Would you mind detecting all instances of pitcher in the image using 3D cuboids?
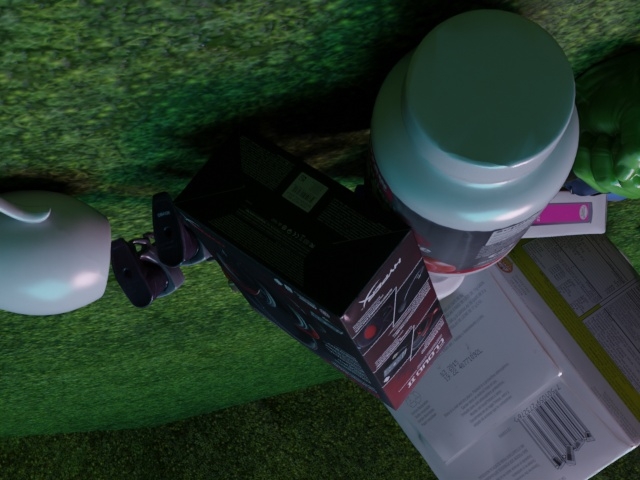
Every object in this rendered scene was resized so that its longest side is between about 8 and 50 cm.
[{"bbox_3d":[-0.309,-0.004,1.025,0.207,0.126,0.178,5,148,-21],"label":"pitcher"}]

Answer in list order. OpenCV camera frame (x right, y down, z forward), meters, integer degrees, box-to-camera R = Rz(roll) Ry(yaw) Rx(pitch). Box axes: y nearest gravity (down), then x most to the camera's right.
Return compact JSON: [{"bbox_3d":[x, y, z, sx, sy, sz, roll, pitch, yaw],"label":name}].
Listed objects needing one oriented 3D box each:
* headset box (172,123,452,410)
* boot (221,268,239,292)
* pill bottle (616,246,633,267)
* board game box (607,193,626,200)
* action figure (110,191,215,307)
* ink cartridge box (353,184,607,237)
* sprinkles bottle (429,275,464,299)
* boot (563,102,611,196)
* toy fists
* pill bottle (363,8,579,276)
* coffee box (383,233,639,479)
[{"bbox_3d":[0.006,0.041,1.074,0.110,0.218,0.293,-51,152,-12],"label":"headset box"},{"bbox_3d":[-0.077,0.011,1.345,0.157,0.085,0.059,-18,-165,40],"label":"boot"},{"bbox_3d":[0.471,0.121,2.050,0.210,0.210,0.363,-10,167,-8],"label":"pill bottle"},{"bbox_3d":[0.462,-0.107,1.472,0.168,0.033,0.133,-22,160,16],"label":"board game box"},{"bbox_3d":[-0.115,-0.011,1.203,0.185,0.099,0.285,-27,177,26],"label":"action figure"},{"bbox_3d":[0.174,-0.035,1.276,0.370,0.069,0.175,-6,-171,-43],"label":"ink cartridge box"},{"bbox_3d":[0.104,0.064,1.643,0.121,0.121,0.355,-8,169,-19],"label":"sprinkles bottle"},{"bbox_3d":[0.279,-0.085,1.218,0.082,0.106,0.219,-6,166,-34],"label":"boot"},{"bbox_3d":[0.345,-0.130,1.009,0.096,0.142,0.279,-4,164,-32],"label":"toy fists"},{"bbox_3d":[0.130,-0.080,0.945,0.176,0.176,0.318,-12,167,-2],"label":"pill bottle"},{"bbox_3d":[0.345,0.205,1.678,0.334,0.338,0.338,-23,161,-48],"label":"coffee box"}]
